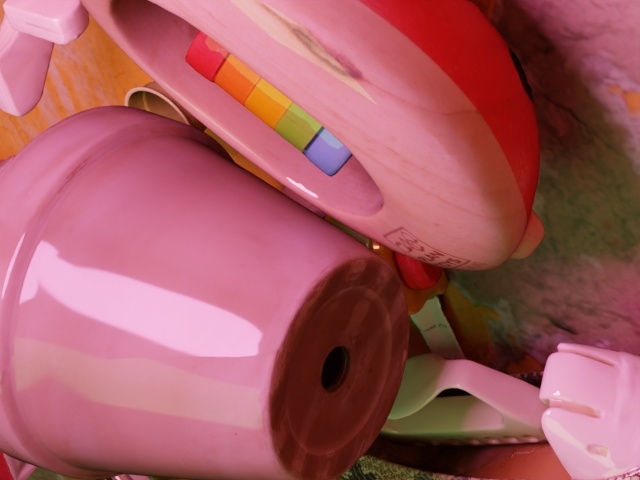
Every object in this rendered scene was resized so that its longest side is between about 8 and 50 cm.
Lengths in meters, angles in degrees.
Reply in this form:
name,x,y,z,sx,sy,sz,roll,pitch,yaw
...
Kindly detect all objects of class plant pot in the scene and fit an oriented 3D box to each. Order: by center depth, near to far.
name,x,y,z,sx,sy,sz,roll,pitch,yaw
plant pot,-0.094,0.071,1.281,0.280,0.323,0.323,16,140,35
plant pot,-0.126,-0.131,1.455,0.083,0.079,0.083,28,146,21

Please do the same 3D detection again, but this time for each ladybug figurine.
name,x,y,z,sx,sy,sz,roll,pitch,yaw
ladybug figurine,0.000,-0.150,1.185,0.449,0.162,0.305,39,166,-6

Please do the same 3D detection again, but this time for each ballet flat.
name,x,y,z,sx,sy,sz,roll,pitch,yaw
ballet flat,0.182,0.165,1.346,0.483,0.164,0.182,-8,132,42

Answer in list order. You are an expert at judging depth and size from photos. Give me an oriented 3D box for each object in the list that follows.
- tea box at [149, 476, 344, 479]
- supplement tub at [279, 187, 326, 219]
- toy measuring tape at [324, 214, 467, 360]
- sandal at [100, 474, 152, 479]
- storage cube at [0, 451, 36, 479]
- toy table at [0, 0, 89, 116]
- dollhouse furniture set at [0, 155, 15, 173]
name,x,y,z,sx,sy,sz,roll,pitch,yaw
tea box,-0.083,0.191,1.657,0.329,0.220,0.323,10,135,41
supplement tub,0.000,0.000,1.482,0.071,0.071,0.107,8,133,43
toy measuring tape,0.073,0.065,1.430,0.121,0.121,0.330,8,134,43
sandal,-0.129,0.286,1.543,0.303,0.086,0.120,53,155,11
storage cube,-0.430,0.176,2.051,0.193,0.183,0.215,23,142,26
toy table,-0.259,-0.253,1.381,0.274,0.161,0.252,9,135,43
dollhouse furniture set,-0.496,0.039,1.798,0.174,0.355,0.303,1,128,46
